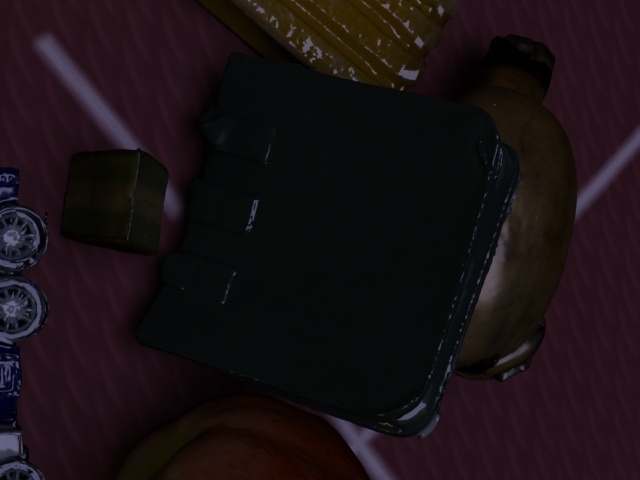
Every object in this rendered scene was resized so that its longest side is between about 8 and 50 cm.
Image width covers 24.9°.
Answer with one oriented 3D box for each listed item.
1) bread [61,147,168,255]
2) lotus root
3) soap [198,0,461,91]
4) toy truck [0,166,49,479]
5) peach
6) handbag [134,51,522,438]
[{"bbox_3d":[-0.131,-0.028,1.092,0.084,0.139,0.074,10,85,-29],"label":"bread"},{"bbox_3d":[0.135,-0.039,1.220,0.182,0.183,0.310,25,74,-28],"label":"lotus root"},{"bbox_3d":[-0.007,-0.214,1.195,0.232,0.073,0.140,37,72,-24],"label":"soap"},{"bbox_3d":[-0.279,0.083,1.024,0.155,0.124,0.268,0,89,-22],"label":"toy truck"},{"bbox_3d":[-0.047,0.252,1.099,0.257,0.232,0.232,46,70,-13],"label":"peach"},{"bbox_3d":[0.001,0.001,1.115,0.079,0.260,0.247,32,76,-64],"label":"handbag"}]
